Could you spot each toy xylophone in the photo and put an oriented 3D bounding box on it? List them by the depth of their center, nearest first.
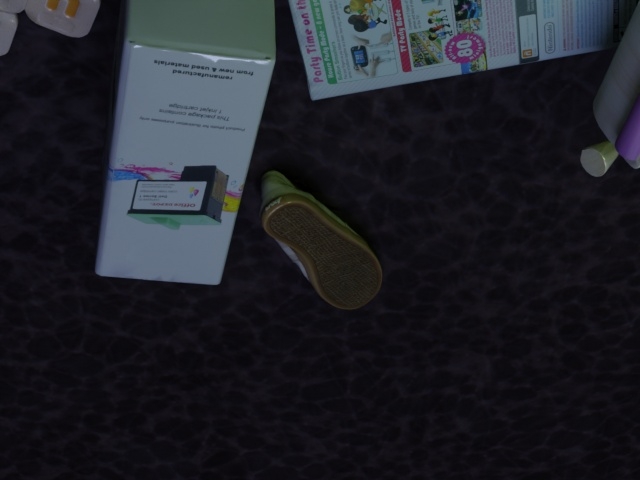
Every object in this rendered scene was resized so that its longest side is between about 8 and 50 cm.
[{"bbox_3d":[0.339,-0.160,1.105,0.322,0.081,0.236,-34,154,-25],"label":"toy xylophone"}]

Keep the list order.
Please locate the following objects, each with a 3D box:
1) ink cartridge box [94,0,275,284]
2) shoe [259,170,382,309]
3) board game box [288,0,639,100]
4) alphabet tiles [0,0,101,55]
[{"bbox_3d":[-0.119,-0.124,1.110,0.117,0.201,0.278,6,139,-11],"label":"ink cartridge box"},{"bbox_3d":[0.000,0.000,1.389,0.076,0.058,0.219,-35,138,5],"label":"shoe"},{"bbox_3d":[0.118,-0.245,1.069,0.303,0.097,0.224,-9,139,4],"label":"board game box"},{"bbox_3d":[-0.303,-0.251,1.036,0.284,0.021,0.278,20,149,-14],"label":"alphabet tiles"}]
